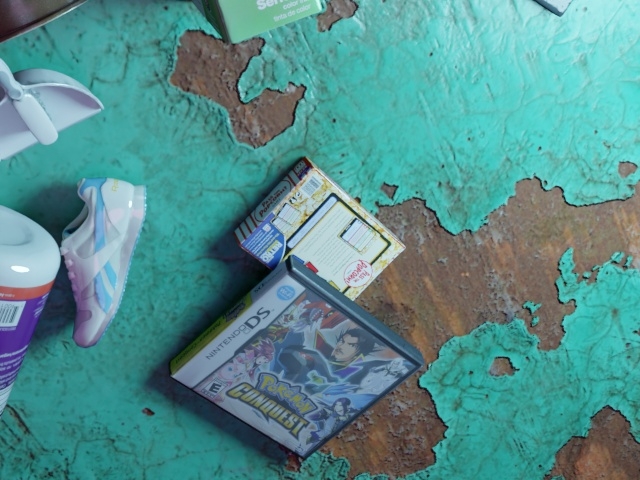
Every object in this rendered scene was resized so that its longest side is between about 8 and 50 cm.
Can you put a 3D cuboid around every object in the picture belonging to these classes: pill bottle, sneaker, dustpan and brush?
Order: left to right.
[{"bbox_3d":[-0.450,0.120,1.302,0.181,0.181,0.323,17,109,-25],"label":"pill bottle"},{"bbox_3d":[-0.339,-0.161,1.219,0.147,0.060,0.211,-28,148,-4],"label":"dustpan and brush"},{"bbox_3d":[-0.291,0.027,1.372,0.092,0.087,0.228,13,103,-16],"label":"sneaker"}]

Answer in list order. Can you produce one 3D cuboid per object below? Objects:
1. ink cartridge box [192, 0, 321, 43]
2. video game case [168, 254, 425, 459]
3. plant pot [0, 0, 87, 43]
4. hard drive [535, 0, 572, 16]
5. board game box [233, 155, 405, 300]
[{"bbox_3d":[-0.111,-0.381,1.158,0.117,0.201,0.278,-21,119,-8],"label":"ink cartridge box"},{"bbox_3d":[-0.032,0.176,1.521,0.248,0.035,0.275,-42,121,19],"label":"video game case"},{"bbox_3d":[-0.347,-0.311,1.149,0.167,0.167,0.165,-26,111,-5],"label":"plant pot"},{"bbox_3d":[0.290,-0.366,1.401,0.135,0.022,0.094,25,105,-27],"label":"hard drive"},{"bbox_3d":[0.000,0.000,1.470,0.147,0.045,0.193,-46,120,7],"label":"board game box"}]
